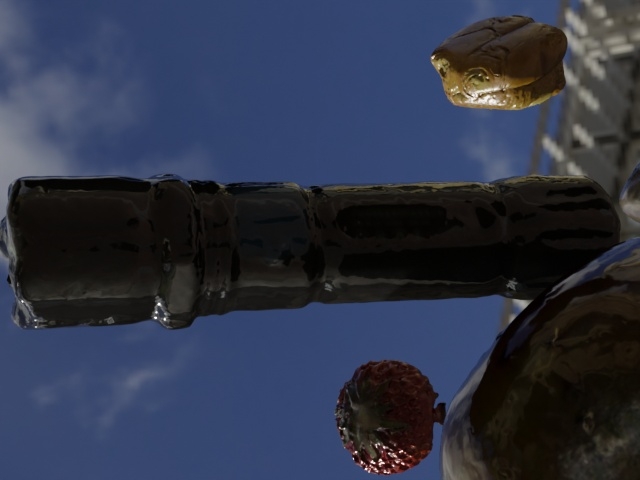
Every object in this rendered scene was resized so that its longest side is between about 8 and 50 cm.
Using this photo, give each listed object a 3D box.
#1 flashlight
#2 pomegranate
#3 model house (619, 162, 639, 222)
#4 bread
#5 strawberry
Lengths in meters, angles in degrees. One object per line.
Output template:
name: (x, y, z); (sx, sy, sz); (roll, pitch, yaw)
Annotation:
flashlight: (0.000, 0.000, 1.129); (0.424, 0.103, 0.103); (-2, -94, -16)
pomegranate: (0.242, 0.151, 1.015); (0.323, 0.290, 0.291); (39, -142, 15)
model house: (0.228, -0.044, 0.492); (0.229, 0.122, 0.188); (15, -70, -22)
bread: (0.112, -0.108, 1.034); (0.081, 0.083, 0.046); (-17, -62, -9)
strawberry: (0.074, 0.211, 2.008); (0.086, 0.145, 0.145); (-7, -90, -48)
